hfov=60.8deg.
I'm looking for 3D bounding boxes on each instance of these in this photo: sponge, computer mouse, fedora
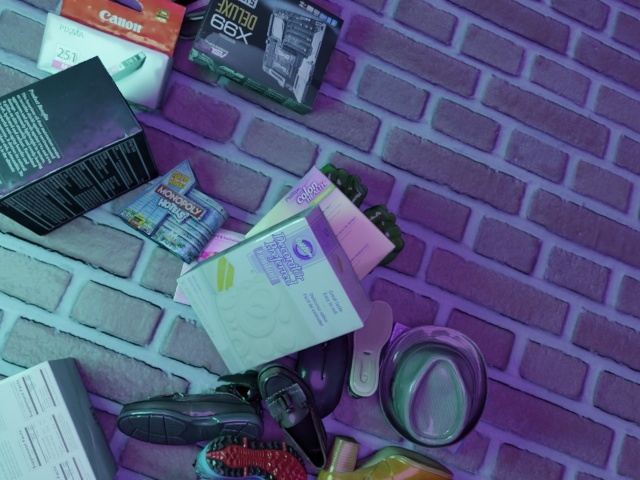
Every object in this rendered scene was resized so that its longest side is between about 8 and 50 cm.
[{"bbox_3d":[0.250,0.285,1.296,0.210,0.031,0.117,23,79,-7],"label":"sponge"},{"bbox_3d":[-0.005,0.268,1.232,0.188,0.072,0.272,6,80,-10],"label":"computer mouse"},{"bbox_3d":[0.250,0.329,1.191,0.243,0.124,0.276,15,90,7],"label":"fedora"}]

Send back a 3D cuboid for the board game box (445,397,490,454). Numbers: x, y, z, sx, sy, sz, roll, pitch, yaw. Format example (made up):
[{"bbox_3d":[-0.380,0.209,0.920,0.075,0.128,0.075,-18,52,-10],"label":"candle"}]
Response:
[{"bbox_3d":[0.308,0.405,1.268,0.103,0.026,0.154,32,92,-6],"label":"board game box"}]

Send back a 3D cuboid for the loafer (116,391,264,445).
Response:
[{"bbox_3d":[-0.271,0.372,1.167,0.302,0.095,0.109,6,123,-8],"label":"loafer"}]

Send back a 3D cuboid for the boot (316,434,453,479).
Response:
[{"bbox_3d":[0.131,0.566,1.203,0.295,0.104,0.211,16,84,-5],"label":"boot"}]

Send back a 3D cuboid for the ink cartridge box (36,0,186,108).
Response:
[{"bbox_3d":[-0.467,-0.456,1.228,0.275,0.060,0.239,18,105,-7],"label":"ink cartridge box"}]

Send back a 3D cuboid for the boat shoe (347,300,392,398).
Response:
[{"bbox_3d":[0.110,0.249,1.259,0.084,0.079,0.233,15,63,4],"label":"boat shoe"}]

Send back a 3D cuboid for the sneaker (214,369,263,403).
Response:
[{"bbox_3d":[-0.134,0.326,1.175,0.170,0.089,0.051,20,105,15],"label":"sneaker"}]

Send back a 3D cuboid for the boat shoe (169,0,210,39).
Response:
[{"bbox_3d":[-0.221,-0.602,1.326,0.335,0.095,0.112,-36,88,-14],"label":"boat shoe"}]

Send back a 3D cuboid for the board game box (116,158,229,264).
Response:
[{"bbox_3d":[-0.312,-0.077,1.216,0.194,0.060,0.194,29,71,16],"label":"board game box"}]

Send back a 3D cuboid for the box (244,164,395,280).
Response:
[{"bbox_3d":[0.000,0.000,1.189,0.243,0.117,0.213,45,93,-1],"label":"box"}]

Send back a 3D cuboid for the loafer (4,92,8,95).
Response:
[{"bbox_3d":[-0.653,-0.285,1.221,0.125,0.045,0.039,26,84,-8],"label":"loafer"}]

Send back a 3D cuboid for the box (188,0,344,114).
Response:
[{"bbox_3d":[-0.124,-0.476,1.288,0.307,0.076,0.243,23,81,-21],"label":"box"}]

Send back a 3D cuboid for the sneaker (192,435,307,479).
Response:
[{"bbox_3d":[-0.149,0.484,1.163,0.261,0.125,0.104,29,43,-26],"label":"sneaker"}]

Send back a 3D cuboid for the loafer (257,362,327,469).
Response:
[{"bbox_3d":[-0.044,0.370,1.138,0.096,0.084,0.268,-27,119,-2],"label":"loafer"}]

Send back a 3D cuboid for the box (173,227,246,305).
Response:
[{"bbox_3d":[-0.237,0.066,1.240,0.145,0.038,0.186,16,77,-8],"label":"box"}]

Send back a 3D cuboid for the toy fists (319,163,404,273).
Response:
[{"bbox_3d":[0.083,-0.061,1.292,0.142,0.096,0.279,-43,89,-15],"label":"toy fists"}]

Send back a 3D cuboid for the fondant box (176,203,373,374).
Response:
[{"bbox_3d":[-0.095,0.106,1.101,0.330,0.096,0.238,-25,99,24],"label":"fondant box"}]

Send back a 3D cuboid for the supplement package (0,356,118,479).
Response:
[{"bbox_3d":[-0.520,0.377,1.049,0.145,0.204,0.262,-23,85,-15],"label":"supplement package"}]

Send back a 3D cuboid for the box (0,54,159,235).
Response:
[{"bbox_3d":[-0.511,-0.178,1.100,0.294,0.296,0.183,-29,86,-15],"label":"box"}]
